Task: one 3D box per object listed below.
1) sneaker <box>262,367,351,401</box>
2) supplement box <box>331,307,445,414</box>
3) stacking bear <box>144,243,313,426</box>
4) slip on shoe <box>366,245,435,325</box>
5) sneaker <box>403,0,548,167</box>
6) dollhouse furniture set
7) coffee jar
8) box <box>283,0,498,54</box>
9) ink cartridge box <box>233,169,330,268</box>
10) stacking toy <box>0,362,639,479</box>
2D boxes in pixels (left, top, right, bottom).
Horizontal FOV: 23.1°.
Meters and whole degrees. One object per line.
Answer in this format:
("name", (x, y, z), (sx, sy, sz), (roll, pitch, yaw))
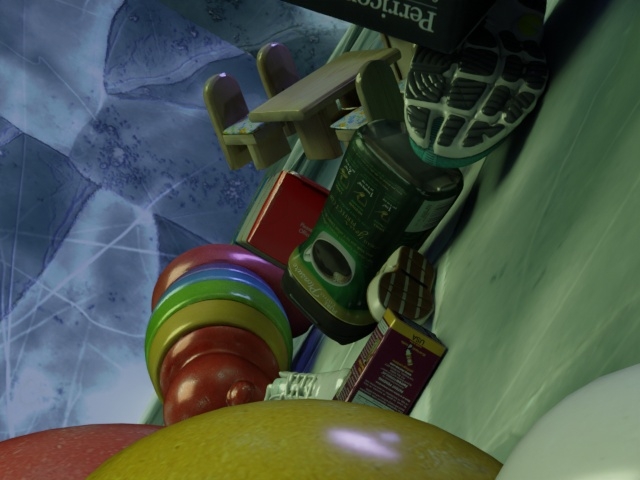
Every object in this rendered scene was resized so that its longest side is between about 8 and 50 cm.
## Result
("sneaker", (-0.010, 0.133, 1.284), (0.054, 0.061, 0.152), (-61, 7, -25))
("supplement box", (0.046, 0.095, 1.085), (0.083, 0.043, 0.055), (-59, 7, 4))
("stacking bear", (-0.098, 0.128, 1.572), (0.175, 0.164, 0.289), (-42, 19, 13))
("slip on shoe", (0.056, 0.045, 1.192), (0.041, 0.051, 0.135), (-51, 6, 20))
("sneaker", (0.133, -0.128, 1.294), (0.275, 0.107, 0.110), (-61, -15, -54))
("dollhouse furniture set", (0.032, -0.186, 1.454), (0.212, 0.161, 0.242), (2, 30, 47))
("coffee jar", (0.039, -0.004, 1.298), (0.079, 0.096, 0.184), (-19, -33, -47))
("box", (0.035, -0.393, 1.207), (0.212, 0.293, 0.395), (-51, -25, -50))
("ink cartridge box", (0.000, 0.000, 1.458), (0.078, 0.134, 0.231), (-62, 6, -3))
("stacking toy", (-0.015, 0.168, 0.480), (0.480, 0.350, 0.350), (-30, 25, 38))
